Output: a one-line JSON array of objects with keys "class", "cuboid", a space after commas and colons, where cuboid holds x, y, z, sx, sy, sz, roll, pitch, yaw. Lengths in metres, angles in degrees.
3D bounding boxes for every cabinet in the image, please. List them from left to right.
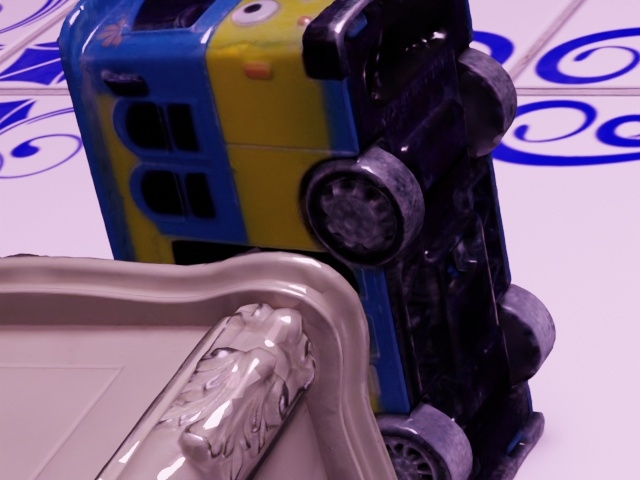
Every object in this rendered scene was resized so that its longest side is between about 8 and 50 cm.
[{"class": "cabinet", "cuboid": [-0.113, 0.204, 0.593, 0.227, 0.290, 0.318, -1, 29, 24]}]

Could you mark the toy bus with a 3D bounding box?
[{"class": "toy bus", "cuboid": [0.000, 0.000, 0.948, 0.175, 0.288, 0.138, 5, 32, 30]}]
